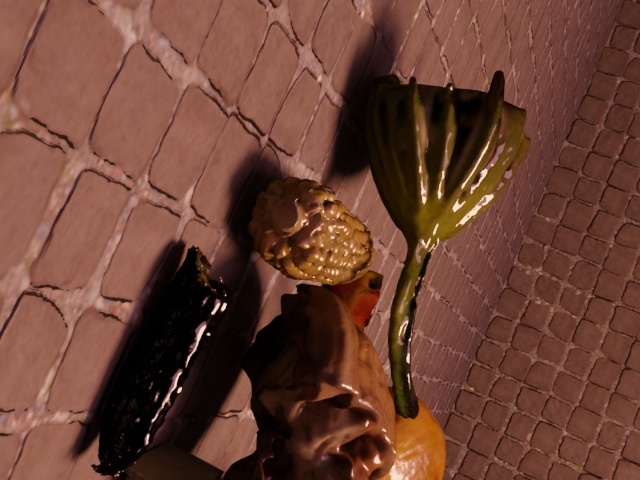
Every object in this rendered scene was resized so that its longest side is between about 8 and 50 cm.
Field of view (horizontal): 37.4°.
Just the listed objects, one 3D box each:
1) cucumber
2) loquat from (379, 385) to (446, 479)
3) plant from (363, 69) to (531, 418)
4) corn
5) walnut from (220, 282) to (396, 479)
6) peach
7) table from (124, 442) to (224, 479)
[{"bbox_3d":[-0.120,0.092,0.707,0.181,0.053,0.053,-63,163,-7],"label":"cucumber"},{"bbox_3d":[0.075,0.315,1.333,0.238,0.193,0.238,15,90,-73],"label":"loquat"},{"bbox_3d":[0.132,-0.010,0.965,0.251,0.180,0.333,53,33,-60],"label":"plant"},{"bbox_3d":[0.000,0.000,0.893,0.086,0.086,0.288,-67,165,-1],"label":"corn"},{"bbox_3d":[-0.006,0.163,0.871,0.238,0.141,0.204,-65,-163,12],"label":"walnut"},{"bbox_3d":[0.035,0.074,1.137,0.098,0.061,0.098,-60,-175,9],"label":"peach"},{"bbox_3d":[-0.136,0.230,0.805,0.083,0.062,0.079,-71,163,10],"label":"table"}]
